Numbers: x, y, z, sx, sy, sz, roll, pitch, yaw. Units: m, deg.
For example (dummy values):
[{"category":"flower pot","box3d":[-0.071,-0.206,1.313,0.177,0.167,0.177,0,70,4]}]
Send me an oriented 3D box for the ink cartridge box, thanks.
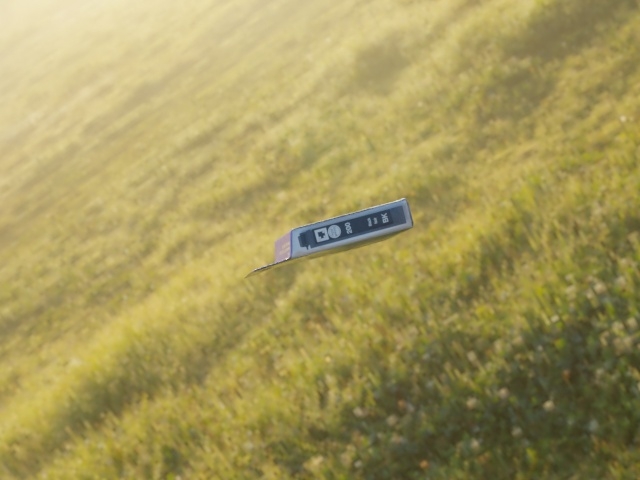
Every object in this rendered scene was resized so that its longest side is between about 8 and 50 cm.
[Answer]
[{"category":"ink cartridge box","box3d":[0.000,0.000,1.531,0.208,0.045,0.206,-16,-2,-9]}]
